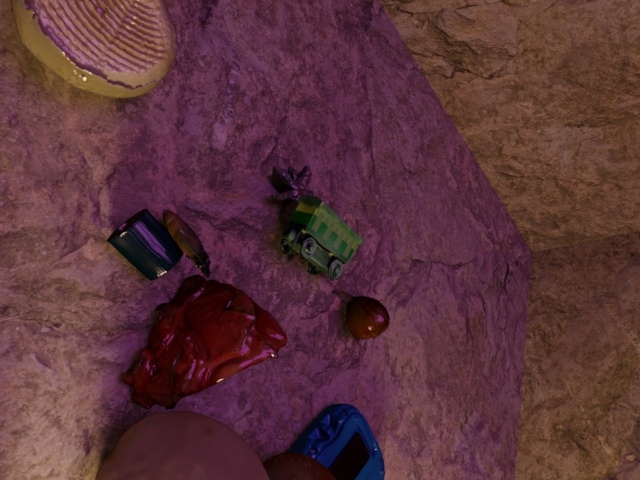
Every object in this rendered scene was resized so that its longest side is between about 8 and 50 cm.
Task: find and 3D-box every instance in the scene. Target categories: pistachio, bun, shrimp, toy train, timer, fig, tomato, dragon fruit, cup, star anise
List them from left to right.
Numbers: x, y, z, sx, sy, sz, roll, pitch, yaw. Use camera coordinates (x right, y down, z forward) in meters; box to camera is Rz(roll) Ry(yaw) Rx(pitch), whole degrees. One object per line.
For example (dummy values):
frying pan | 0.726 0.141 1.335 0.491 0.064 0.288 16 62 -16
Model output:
bun | -0.531 -0.500 1.081 0.364 0.202 0.363 11 76 -49
cup | -0.405 0.002 1.121 0.138 0.114 0.150 54 46 -24
pistachio | -0.276 0.572 0.954 0.365 0.281 0.445 -31 87 -19
dragon fruit | -0.290 0.218 1.079 0.329 0.286 0.227 -26 101 -40
shrimp | -0.301 0.032 1.157 0.051 0.262 0.198 -40 144 -10
tomato | -0.075 0.662 1.135 0.222 0.271 0.270 82 18 -59
star anise | -0.087 -0.156 1.544 0.229 0.093 0.236 49 48 -26
toy train | 0.000 0.000 1.504 0.301 0.120 0.202 39 75 -45
timer | 0.058 0.689 1.410 0.340 0.115 0.308 -33 99 -48
fig | 0.156 0.259 1.647 0.149 0.148 0.202 75 -12 -54
